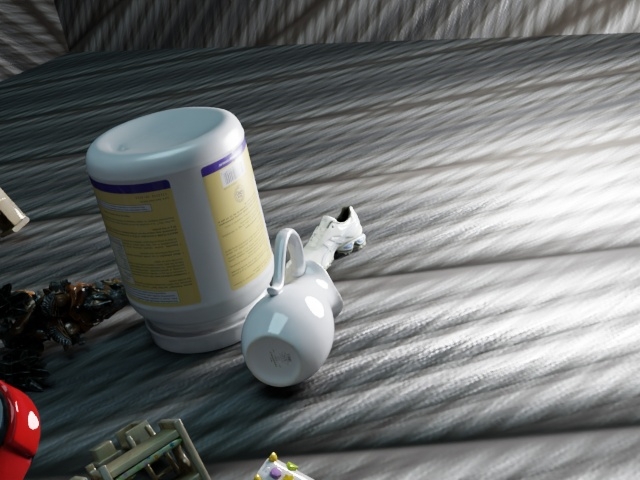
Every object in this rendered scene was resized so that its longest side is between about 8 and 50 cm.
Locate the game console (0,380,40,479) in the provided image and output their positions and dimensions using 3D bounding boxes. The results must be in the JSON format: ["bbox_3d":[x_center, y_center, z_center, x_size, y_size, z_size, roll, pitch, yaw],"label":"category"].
[{"bbox_3d":[-0.487,0.262,0.897,0.387,0.060,0.341,8,61,21],"label":"game console"}]

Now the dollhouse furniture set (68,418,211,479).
[{"bbox_3d":[-0.250,0.305,1.127,0.182,0.101,0.161,-29,5,-32],"label":"dollhouse furniture set"}]

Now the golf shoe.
[{"bbox_3d":[0.000,0.000,1.626,0.069,0.086,0.176,16,38,42],"label":"golf shoe"}]

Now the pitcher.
[{"bbox_3d":[-0.045,0.094,1.337,0.126,0.177,0.207,-14,22,22],"label":"pitcher"}]

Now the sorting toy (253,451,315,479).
[{"bbox_3d":[-0.037,0.289,1.094,0.075,0.044,0.083,19,34,16],"label":"sorting toy"}]

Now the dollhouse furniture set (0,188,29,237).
[{"bbox_3d":[-0.758,-0.019,1.942,0.242,0.161,0.212,-48,20,-28],"label":"dollhouse furniture set"}]

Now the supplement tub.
[{"bbox_3d":[-0.206,-0.018,1.461,0.241,0.331,0.241,-9,25,4],"label":"supplement tub"}]

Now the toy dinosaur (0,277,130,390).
[{"bbox_3d":[-0.472,0.142,1.520,0.322,0.164,0.218,-34,10,6],"label":"toy dinosaur"}]
